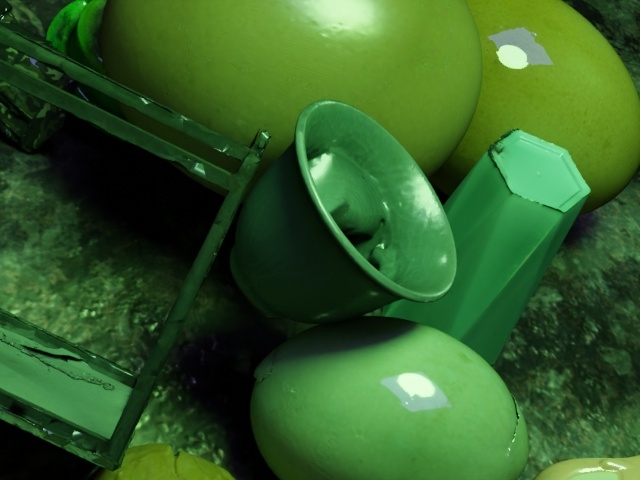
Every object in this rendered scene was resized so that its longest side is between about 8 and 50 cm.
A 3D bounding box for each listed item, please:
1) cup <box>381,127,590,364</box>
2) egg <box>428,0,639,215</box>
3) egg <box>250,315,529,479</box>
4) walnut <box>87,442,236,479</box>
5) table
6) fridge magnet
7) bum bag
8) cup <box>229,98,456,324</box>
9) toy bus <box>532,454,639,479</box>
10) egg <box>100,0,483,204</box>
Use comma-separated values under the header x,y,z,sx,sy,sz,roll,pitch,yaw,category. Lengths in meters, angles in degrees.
x,y,z,sx,sy,sz,roll,pitch,yaw,category
0.167,0.004,1.502,0.148,0.236,0.134,38,41,13,cup
0.214,-0.153,1.669,0.322,0.250,0.250,33,41,-10,egg
0.060,0.162,1.317,0.253,0.187,0.186,16,42,2,egg
-0.113,0.246,1.220,0.167,0.087,0.211,10,45,-25,walnut
-0.247,-0.029,1.224,0.335,0.272,0.222,26,9,-4,table
-0.194,-0.190,1.600,0.208,0.088,0.208,15,50,-18,fridge magnet
-0.340,-0.198,1.527,0.248,0.102,0.069,42,20,13,bum bag
0.000,0.000,1.290,0.199,0.150,0.199,36,34,-30,cup
0.247,0.316,1.290,0.232,0.194,0.288,12,44,-1,toy bus
-0.027,-0.176,1.449,0.373,0.301,0.301,12,44,-8,egg
